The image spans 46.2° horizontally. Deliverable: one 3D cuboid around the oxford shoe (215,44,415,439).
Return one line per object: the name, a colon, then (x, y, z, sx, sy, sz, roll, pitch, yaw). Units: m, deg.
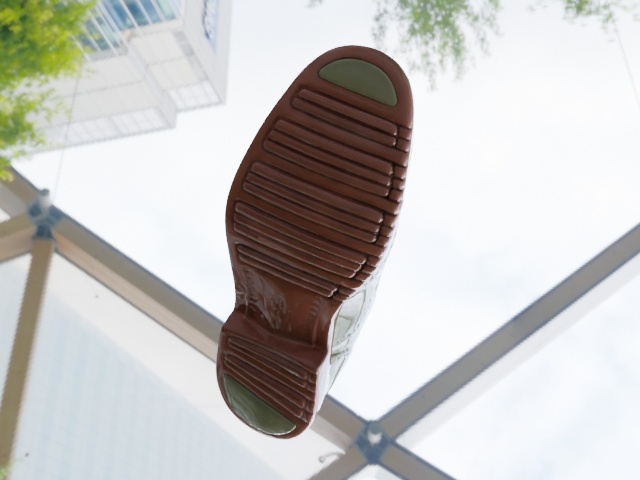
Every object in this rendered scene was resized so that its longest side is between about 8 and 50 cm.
oxford shoe: (0.000, 0.000, 0.687, 0.141, 0.396, 0.146, 29, -145, 13)
